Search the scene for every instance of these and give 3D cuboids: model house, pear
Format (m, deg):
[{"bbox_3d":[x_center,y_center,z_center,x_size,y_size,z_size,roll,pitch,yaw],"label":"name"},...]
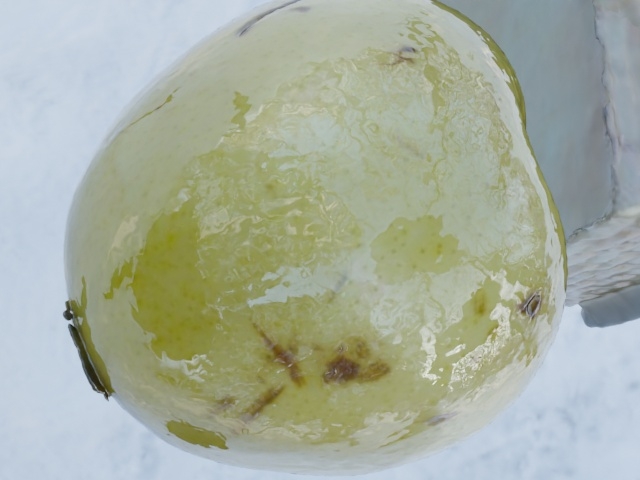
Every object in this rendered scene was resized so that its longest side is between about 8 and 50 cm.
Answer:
[{"bbox_3d":[0.315,-0.145,1.269,0.400,0.395,0.445,4,70,-22],"label":"model house"},{"bbox_3d":[0.000,0.000,0.773,0.309,0.309,0.309,-2,94,-32],"label":"pear"}]
